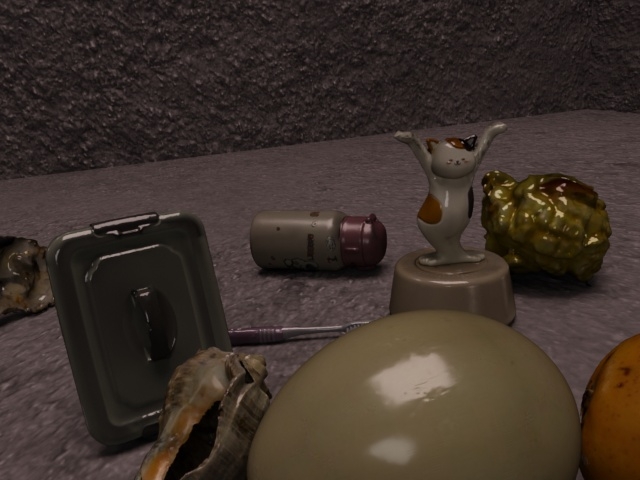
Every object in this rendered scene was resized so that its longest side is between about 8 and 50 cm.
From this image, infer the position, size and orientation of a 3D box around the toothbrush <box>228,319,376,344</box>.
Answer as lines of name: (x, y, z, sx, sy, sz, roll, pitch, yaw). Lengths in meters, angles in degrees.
toothbrush: (-0.087, 0.130, 0.784, 0.354, 0.024, 0.029, -3, 26, 2)

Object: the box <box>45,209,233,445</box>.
box: (-0.195, 0.087, 0.638, 0.162, 0.226, 0.130, -15, 6, -27)

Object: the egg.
egg: (0.067, 0.148, 0.426, 0.242, 0.186, 0.186, -19, 21, -12)

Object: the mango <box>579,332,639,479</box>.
mango: (0.327, 0.142, 0.436, 0.290, 0.159, 0.191, -3, 9, -7)

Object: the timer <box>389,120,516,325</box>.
timer: (0.175, -0.022, 0.794, 0.175, 0.266, 0.175, -5, 18, 1)

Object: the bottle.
bottle: (0.000, 0.000, 1.032, 0.233, 0.110, 0.110, 2, 19, 17)

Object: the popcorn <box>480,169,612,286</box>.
popcorn: (0.344, -0.022, 0.921, 0.189, 0.169, 0.218, 4, 8, 5)

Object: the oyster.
oyster: (-0.536, 0.058, 0.868, 0.079, 0.128, 0.345, -1, 1, 29)

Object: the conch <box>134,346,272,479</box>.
conch: (-0.099, 0.167, 0.485, 0.130, 0.155, 0.207, 25, 46, 16)
